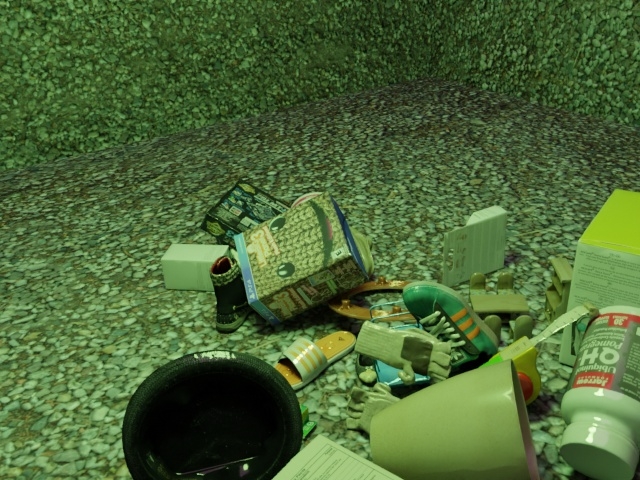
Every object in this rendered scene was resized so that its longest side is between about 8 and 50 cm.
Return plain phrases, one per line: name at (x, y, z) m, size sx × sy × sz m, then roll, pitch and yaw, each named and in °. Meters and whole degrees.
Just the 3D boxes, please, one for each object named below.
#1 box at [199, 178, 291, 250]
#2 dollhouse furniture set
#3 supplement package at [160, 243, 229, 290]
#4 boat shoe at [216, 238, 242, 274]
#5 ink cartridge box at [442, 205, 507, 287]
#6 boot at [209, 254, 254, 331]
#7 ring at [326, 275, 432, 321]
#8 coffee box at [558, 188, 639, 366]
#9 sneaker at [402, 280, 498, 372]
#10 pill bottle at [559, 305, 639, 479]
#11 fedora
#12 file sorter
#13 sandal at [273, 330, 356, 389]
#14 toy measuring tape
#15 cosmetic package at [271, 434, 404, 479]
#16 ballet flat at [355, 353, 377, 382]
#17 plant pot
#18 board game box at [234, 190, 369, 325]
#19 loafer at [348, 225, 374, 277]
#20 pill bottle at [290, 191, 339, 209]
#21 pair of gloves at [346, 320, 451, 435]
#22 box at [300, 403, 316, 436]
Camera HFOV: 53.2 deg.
box at (-0.191, -0.051, 2.029) m, size 0.295 × 0.073 × 0.293 m, roll 30°, pitch 30°, yaw -1°
dollhouse furniture set at (0.507, 0.141, 1.621) m, size 0.241 × 0.161 × 0.212 m, roll -1°, pitch 28°, yaw 4°
supplement package at (-0.366, 0.079, 1.895) m, size 0.179 × 0.105 × 0.105 m, roll 2°, pitch 28°, yaw 9°
boat shoe at (-0.272, 0.020, 2.038) m, size 0.116 × 0.099 × 0.319 m, roll 22°, pitch 26°, yaw -34°
ink cartridge box at (0.430, 0.019, 1.835) m, size 0.232 × 0.189 × 0.066 m, roll -15°, pitch 29°, yaw -20°
boot at (-0.224, 0.113, 1.733) m, size 0.085 × 0.179 × 0.236 m, roll 5°, pitch 29°, yaw 17°
ring at (0.182, 0.146, 1.696) m, size 0.336 × 0.032 × 0.336 m, roll -3°, pitch 12°, yaw 1°
coffee box at (0.782, 0.113, 1.458) m, size 0.338 × 0.335 × 0.337 m, roll 16°, pitch 33°, yaw 32°
sneaker at (0.295, 0.208, 1.421) m, size 0.108 × 0.302 × 0.121 m, roll -34°, pitch 28°, yaw 36°
pill bottle at (0.575, 0.297, 1.247) m, size 0.176 × 0.176 × 0.319 m, roll 14°, pitch 51°, yaw 29°
fedora at (-0.205, 0.358, 1.238) m, size 0.333 × 0.334 × 0.152 m, roll -7°, pitch -3°, yaw -8°
file sorter at (0.175, 0.233, 1.456) m, size 0.118 × 0.105 × 0.170 m, roll -11°, pitch 38°, yaw 9°
sandal at (-0.020, 0.262, 1.537) m, size 0.102 × 0.076 × 0.265 m, roll 21°, pitch 36°, yaw 39°
toy measuring tape at (0.461, 0.263, 1.358) m, size 0.330 × 0.121 × 0.121 m, roll -36°, pitch 26°, yaw 11°
cosmetic package at (0.072, 0.472, 1.068) m, size 0.296 × 0.129 × 0.153 m, roll 19°, pitch 36°, yaw 35°
ballet flat at (0.111, 0.274, 1.527) m, size 0.057 × 0.049 × 0.173 m, roll 1°, pitch 31°, yaw 2°
plant pot at (0.239, 0.364, 1.172) m, size 0.273 × 0.257 × 0.256 m, roll -12°, pitch 24°, yaw 19°
board game box at (-0.054, 0.047, 1.693) m, size 0.290 × 0.141 × 0.232 m, roll -26°, pitch 51°, yaw 9°
loafer at (0.118, 0.028, 1.946) m, size 0.092 × 0.102 × 0.269 m, roll 9°, pitch 29°, yaw -20°
pill bottle at (0.000, 0.000, 1.906) m, size 0.160 × 0.160 × 0.283 m, roll -6°, pitch 42°, yaw -6°
pair of gloves at (0.162, 0.298, 1.333) m, size 0.204 × 0.240 × 0.042 m, roll 8°, pitch -10°, yaw 17°
box at (-0.106, 0.378, 1.362) m, size 0.179 × 0.043 × 0.105 m, roll 16°, pitch 33°, yaw 29°
